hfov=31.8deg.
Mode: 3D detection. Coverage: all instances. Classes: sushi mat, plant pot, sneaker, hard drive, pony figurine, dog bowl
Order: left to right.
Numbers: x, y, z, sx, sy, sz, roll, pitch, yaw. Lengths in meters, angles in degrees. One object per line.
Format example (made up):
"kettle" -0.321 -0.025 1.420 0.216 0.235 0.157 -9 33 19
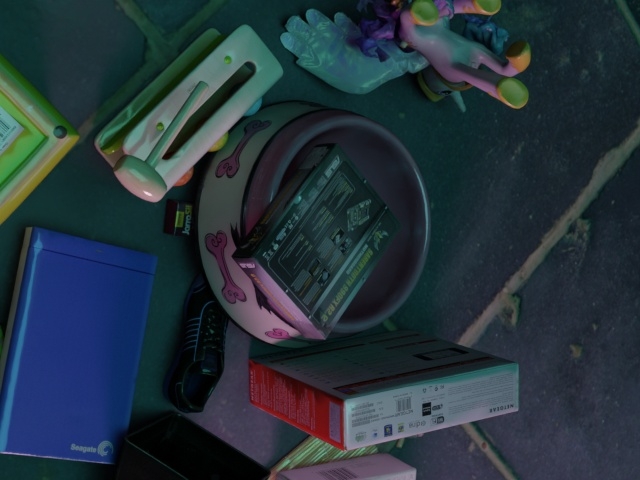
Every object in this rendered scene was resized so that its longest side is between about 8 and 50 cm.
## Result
"plant pot" -0.469 -0.137 1.480 0.228 0.207 0.227 -51 118 -17
"hard drive" -0.359 0.158 1.641 0.210 0.040 0.318 16 78 -39
"plant pot" -0.216 0.394 1.700 0.167 0.187 0.188 -63 167 10
"sneaker" -0.178 0.159 1.766 0.081 0.090 0.232 16 88 -32
"sushi mat" -0.029 0.433 1.939 0.316 0.019 0.151 -38 115 -22
"dog bowl" 0.008 -0.025 1.786 0.408 0.150 0.408 0 90 -38
"pony figurine" 0.160 -0.331 1.796 0.351 0.363 0.303 39 83 -13

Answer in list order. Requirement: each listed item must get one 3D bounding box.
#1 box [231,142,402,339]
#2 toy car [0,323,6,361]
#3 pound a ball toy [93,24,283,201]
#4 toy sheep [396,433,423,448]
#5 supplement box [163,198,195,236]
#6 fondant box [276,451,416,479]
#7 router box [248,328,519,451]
"box" 0.000 0.000 1.650 0.183 0.056 0.231 50 62 -29
"toy car" -0.467 0.220 1.619 0.239 0.053 0.225 -16 105 -29
"pound a ball toy" -0.184 -0.169 1.648 0.319 0.208 0.135 -48 118 -18
"toy sheep" 0.158 0.307 1.998 0.091 0.091 0.132 31 75 -31
"supplement box" -0.197 -0.033 1.755 0.083 0.043 0.055 4 95 -31
"fondant box" 0.037 0.550 1.935 0.238 0.096 0.330 -4 103 -34
"router box" 0.100 0.232 1.824 0.335 0.301 0.082 -7 100 -30
